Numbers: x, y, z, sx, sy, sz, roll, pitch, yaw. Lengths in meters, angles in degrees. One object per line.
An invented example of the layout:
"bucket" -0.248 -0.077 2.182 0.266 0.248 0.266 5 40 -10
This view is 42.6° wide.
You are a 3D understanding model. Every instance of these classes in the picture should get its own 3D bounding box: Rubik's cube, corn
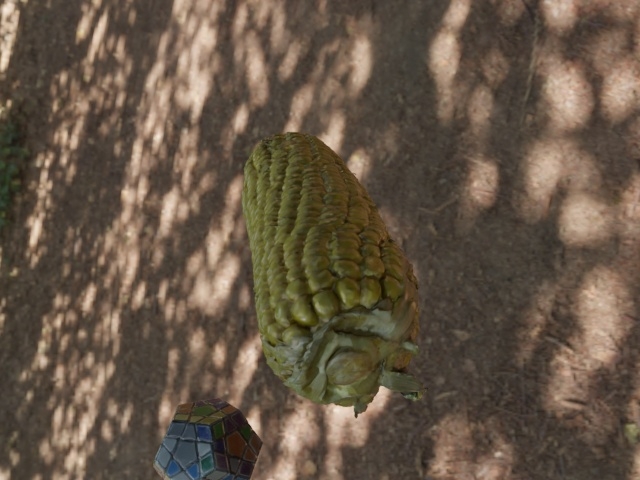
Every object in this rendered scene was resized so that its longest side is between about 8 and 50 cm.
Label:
"Rubik's cube" -0.111 0.210 0.809 0.111 0.093 0.111 -5 72 17
"corn" 0.000 0.000 0.550 0.293 0.106 0.106 -106 36 -61
